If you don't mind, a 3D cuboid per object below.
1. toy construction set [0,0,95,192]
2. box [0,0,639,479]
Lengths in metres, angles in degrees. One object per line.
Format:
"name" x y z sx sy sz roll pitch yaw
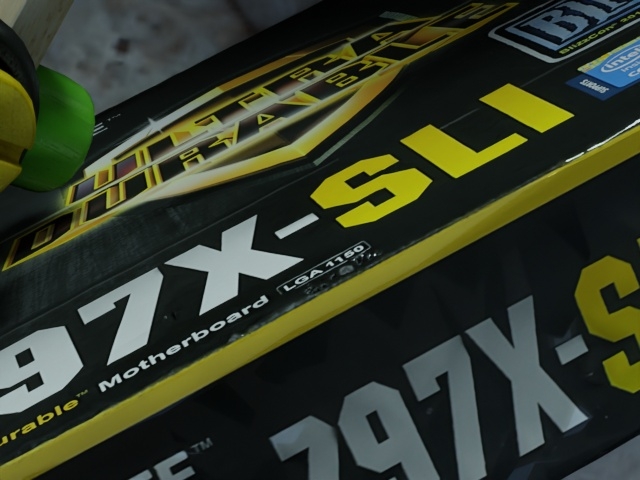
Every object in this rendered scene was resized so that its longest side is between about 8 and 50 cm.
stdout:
"toy construction set" -0.174 -0.118 0.480 0.237 0.257 0.309 17 79 -39
"box" 0.000 0.000 0.526 0.322 0.257 0.079 -28 111 -7
